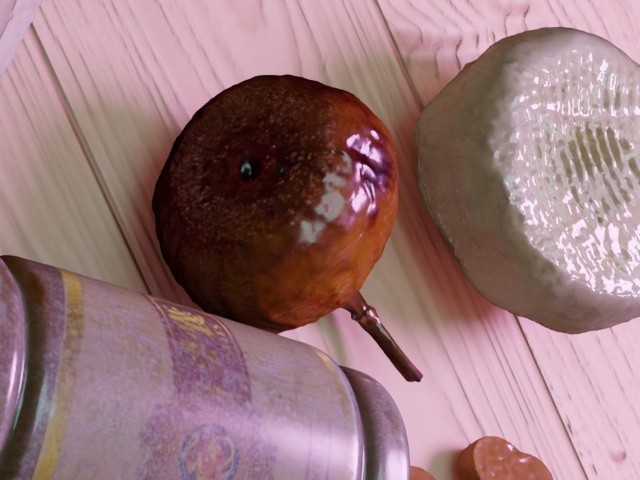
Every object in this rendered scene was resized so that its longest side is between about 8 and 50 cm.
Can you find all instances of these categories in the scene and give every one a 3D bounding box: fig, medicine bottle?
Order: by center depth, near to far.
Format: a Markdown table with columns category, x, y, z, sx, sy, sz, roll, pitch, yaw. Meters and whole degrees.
| category | x | y | z | sx | sy | sz | roll | pitch | yaw |
| --- | --- | --- | --- | --- | --- | --- | --- | --- | --- |
| medicine bottle | -0.119 | 0.095 | 0.892 | 0.322 | 0.151 | 0.151 | 19 | 68 | -33 |
| fig | 0.000 | 0.000 | 1.048 | 0.146 | 0.133 | 0.201 | -53 | 138 | -4 |

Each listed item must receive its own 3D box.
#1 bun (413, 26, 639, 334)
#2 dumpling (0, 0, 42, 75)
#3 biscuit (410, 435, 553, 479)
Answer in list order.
| category | x | y | z | sx | sy | sz | roll | pitch | yaw |
| --- | --- | --- | --- | --- | --- | --- | --- | --- | --- |
| bun | 0.146 | -0.033 | 1.155 | 0.195 | 0.118 | 0.195 | 11 | 68 | -30 |
| dumpling | -0.227 | -0.102 | 0.875 | 0.179 | 0.131 | 0.252 | -66 | 161 | 6 |
| biscuit | 0.125 | 0.232 | 1.086 | 0.144 | 0.040 | 0.236 | -18 | 72 | -31 |
